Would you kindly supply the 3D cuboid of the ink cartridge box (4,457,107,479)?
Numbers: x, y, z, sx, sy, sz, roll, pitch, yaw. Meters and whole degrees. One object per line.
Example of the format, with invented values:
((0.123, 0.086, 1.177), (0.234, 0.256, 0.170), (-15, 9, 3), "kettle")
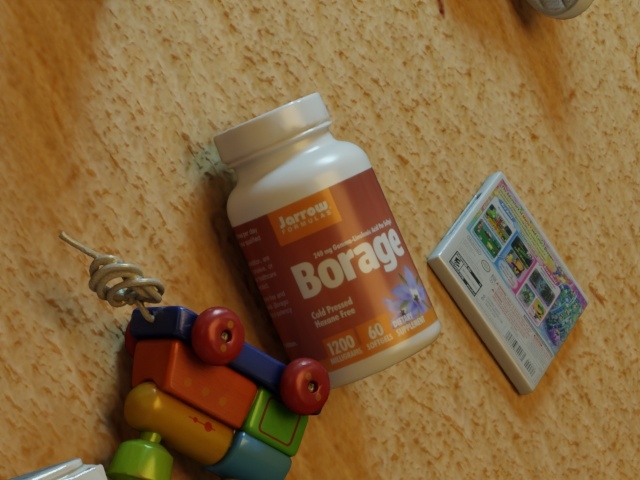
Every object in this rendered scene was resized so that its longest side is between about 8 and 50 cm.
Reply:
((-0.194, 0.348, 1.059), (0.166, 0.285, 0.395), (-18, 87, -48), "ink cartridge box")

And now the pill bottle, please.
((0.000, 0.000, 1.524), (0.121, 0.121, 0.216), (-27, 94, -48), "pill bottle")

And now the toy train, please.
((-0.117, 0.113, 1.384), (0.248, 0.105, 0.143), (33, 66, -33), "toy train")

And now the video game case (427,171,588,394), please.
((0.173, 0.038, 1.766), (0.157, 0.019, 0.143), (54, 44, -15), "video game case")

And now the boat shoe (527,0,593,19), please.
((0.226, -0.360, 1.917), (0.094, 0.109, 0.302), (2, 70, -48), "boat shoe")
